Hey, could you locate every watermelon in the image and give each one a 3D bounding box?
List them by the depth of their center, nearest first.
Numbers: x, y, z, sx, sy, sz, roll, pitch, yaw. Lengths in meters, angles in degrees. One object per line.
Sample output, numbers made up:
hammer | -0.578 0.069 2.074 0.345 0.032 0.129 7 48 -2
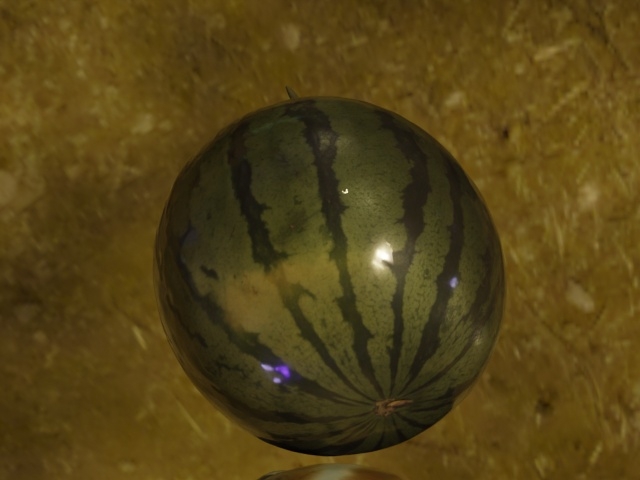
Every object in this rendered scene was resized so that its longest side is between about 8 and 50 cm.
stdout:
watermelon | 0.000 0.000 0.468 0.105 0.105 0.133 -18 55 4

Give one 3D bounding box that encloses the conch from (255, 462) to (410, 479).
conch | 0.036 0.221 0.736 0.249 0.197 0.368 -30 54 1
